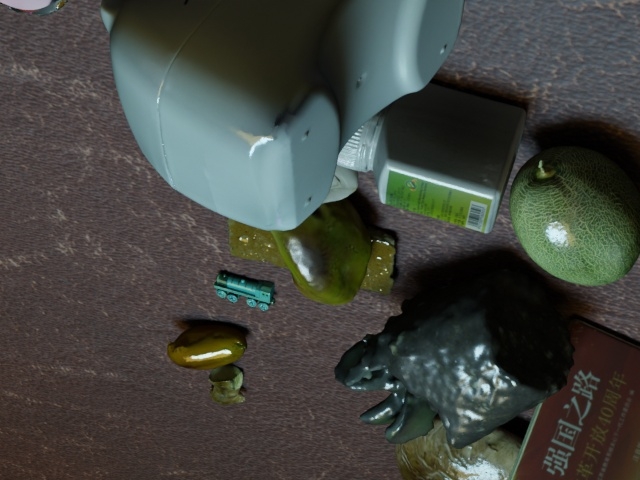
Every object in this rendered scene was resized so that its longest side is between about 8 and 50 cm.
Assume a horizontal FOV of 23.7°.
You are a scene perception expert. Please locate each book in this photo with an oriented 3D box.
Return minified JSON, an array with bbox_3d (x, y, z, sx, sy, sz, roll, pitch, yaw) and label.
[{"bbox_3d":[0.442,0.293,1.966,0.374,0.263,0.028,24,169,-7],"label":"book"}]

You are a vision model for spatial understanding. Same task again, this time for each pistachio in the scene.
[{"bbox_3d":[0.004,0.000,1.886,0.110,0.100,0.189,-24,108,3],"label":"pistachio"}]

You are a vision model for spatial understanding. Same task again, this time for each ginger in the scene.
[{"bbox_3d":[-0.149,0.229,2.414,0.057,0.044,0.137,-8,156,-9],"label":"ginger"}]

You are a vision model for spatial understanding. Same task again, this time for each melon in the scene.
[{"bbox_3d":[0.279,-0.030,1.668,0.139,0.139,0.192,-7,141,37],"label":"melon"}]

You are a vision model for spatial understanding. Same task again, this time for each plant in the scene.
[{"bbox_3d":[0.174,0.159,1.946,0.276,0.199,0.188,-25,100,43],"label":"plant"}]

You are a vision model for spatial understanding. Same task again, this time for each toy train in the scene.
[{"bbox_3d":[-0.107,0.070,2.154,0.092,0.029,0.045,16,141,9],"label":"toy train"}]

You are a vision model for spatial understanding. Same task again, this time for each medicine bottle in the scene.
[{"bbox_3d":[0.115,-0.100,1.659,0.188,0.132,0.088,17,150,8],"label":"medicine bottle"}]

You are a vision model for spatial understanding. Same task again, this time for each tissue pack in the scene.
[{"bbox_3d":[-0.039,-0.194,1.418,0.236,0.333,0.229,32,154,20],"label":"tissue pack"}]

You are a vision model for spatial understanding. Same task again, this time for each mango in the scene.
[{"bbox_3d":[-0.166,0.161,2.282,0.127,0.077,0.063,-7,117,16],"label":"mango"}]

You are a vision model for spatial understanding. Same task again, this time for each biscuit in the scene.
[{"bbox_3d":[-0.011,0.005,1.997,0.230,0.025,0.131,15,147,8],"label":"biscuit"}]

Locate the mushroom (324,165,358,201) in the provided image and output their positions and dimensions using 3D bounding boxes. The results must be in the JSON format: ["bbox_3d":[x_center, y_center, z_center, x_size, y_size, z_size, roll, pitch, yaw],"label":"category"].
[{"bbox_3d":[-0.036,-0.122,1.759,0.212,0.088,0.097,45,174,-26],"label":"mushroom"}]

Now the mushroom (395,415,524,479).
[{"bbox_3d":[0.230,0.364,2.302,0.278,0.146,0.278,20,146,14],"label":"mushroom"}]

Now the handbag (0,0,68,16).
[{"bbox_3d":[-0.311,-0.332,1.561,0.179,0.116,0.205,26,147,-11],"label":"handbag"}]
